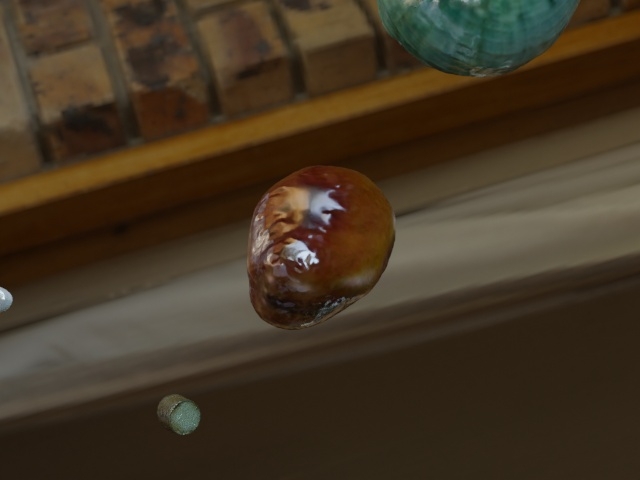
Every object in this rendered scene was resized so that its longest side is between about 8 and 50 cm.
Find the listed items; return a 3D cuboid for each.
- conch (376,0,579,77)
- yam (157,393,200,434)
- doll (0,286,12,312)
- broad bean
[{"bbox_3d":[0.141,-0.233,1.267,0.202,0.196,0.134,14,-52,31],"label":"conch"},{"bbox_3d":[-0.160,0.198,1.527,0.094,0.043,0.043,170,-97,-73],"label":"yam"},{"bbox_3d":[-0.341,0.037,1.129,0.113,0.135,0.071,1,-103,44],"label":"doll"},{"bbox_3d":[0.000,0.000,1.070,0.084,0.114,0.165,-52,-165,43],"label":"broad bean"}]
